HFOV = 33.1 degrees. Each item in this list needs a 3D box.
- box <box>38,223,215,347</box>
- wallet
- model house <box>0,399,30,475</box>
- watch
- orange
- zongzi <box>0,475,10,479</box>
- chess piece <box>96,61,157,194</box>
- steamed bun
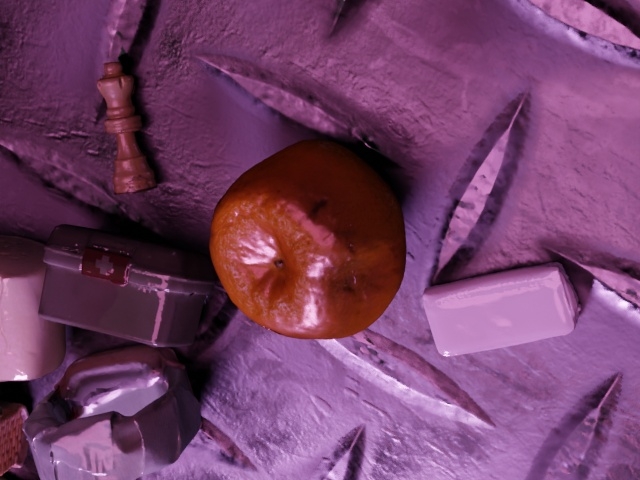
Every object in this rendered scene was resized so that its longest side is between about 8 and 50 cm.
[{"bbox_3d":[-0.254,0.060,1.410,0.210,0.148,0.129,11,89,17],"label":"box"},{"bbox_3d":[0.220,0.085,1.309,0.190,0.033,0.095,-12,103,23],"label":"wallet"},{"bbox_3d":[-0.529,0.273,1.583,0.183,0.172,0.166,7,95,9],"label":"model house"},{"bbox_3d":[-0.281,0.251,1.431,0.253,0.241,0.161,-14,102,24],"label":"watch"},{"bbox_3d":[0.000,0.000,1.288,0.249,0.183,0.248,19,126,28],"label":"orange"},{"bbox_3d":[-0.437,0.373,1.633,0.154,0.062,0.130,-29,82,19],"label":"zongzi"},{"bbox_3d":[-0.257,-0.148,1.409,0.060,0.060,0.171,-5,101,22],"label":"chess piece"},{"bbox_3d":[-0.467,0.091,1.502,0.250,0.155,0.200,6,111,17],"label":"steamed bun"}]
